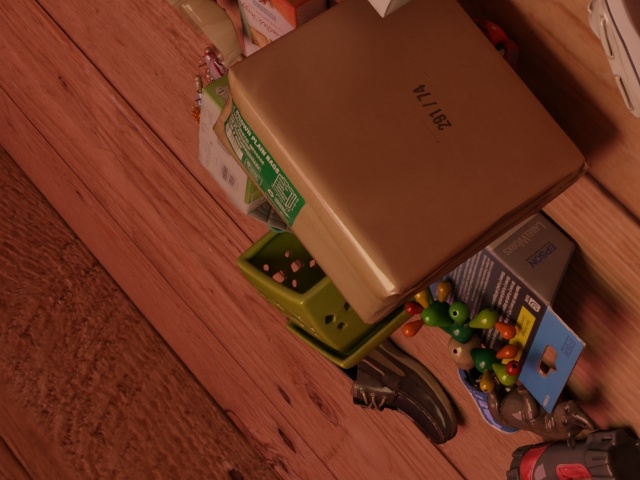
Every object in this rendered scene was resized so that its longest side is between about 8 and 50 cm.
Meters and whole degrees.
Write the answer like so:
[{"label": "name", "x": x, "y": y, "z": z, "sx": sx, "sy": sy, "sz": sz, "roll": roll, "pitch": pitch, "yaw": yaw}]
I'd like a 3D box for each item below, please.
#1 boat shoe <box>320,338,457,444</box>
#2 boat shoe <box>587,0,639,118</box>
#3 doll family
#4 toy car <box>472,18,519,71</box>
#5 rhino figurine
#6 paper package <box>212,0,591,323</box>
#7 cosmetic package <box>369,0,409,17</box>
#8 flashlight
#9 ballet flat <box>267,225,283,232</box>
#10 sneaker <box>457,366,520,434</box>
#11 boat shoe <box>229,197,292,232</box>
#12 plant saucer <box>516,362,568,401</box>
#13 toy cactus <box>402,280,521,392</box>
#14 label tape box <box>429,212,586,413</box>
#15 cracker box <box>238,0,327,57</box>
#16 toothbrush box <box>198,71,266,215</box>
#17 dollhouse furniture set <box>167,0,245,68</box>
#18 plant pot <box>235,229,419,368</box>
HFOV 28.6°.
[{"label": "boat shoe", "x": 0.112, "y": 0.272, "z": 2.407, "sx": 0.355, "sy": 0.130, "sz": 0.132, "roll": 44, "pitch": 157, "yaw": 27}, {"label": "boat shoe", "x": 0.316, "y": -0.231, "z": 1.271, "sx": 0.088, "sy": 0.096, "sz": 0.267, "roll": 18, "pitch": 147, "yaw": 51}, {"label": "doll family", "x": -0.171, "y": -0.219, "z": 2.285, "sx": 0.263, "sy": 0.118, "sz": 0.163, "roll": 57, "pitch": 159, "yaw": -7}, {"label": "toy car", "x": 0.216, "y": -0.176, "z": 1.617, "sx": 0.239, "sy": 0.053, "sz": 0.225, "roll": 61, "pitch": 159, "yaw": -15}, {"label": "rhino figurine", "x": 0.334, "y": 0.254, "z": 1.909, "sx": 0.243, "sy": 0.073, "sz": 0.106, "roll": 12, "pitch": 129, "yaw": 58}, {"label": "paper package", "x": 0.086, "y": -0.113, "z": 1.477, "sx": 0.324, "sy": 0.309, "sz": 0.168, "roll": 53, "pitch": 158, "yaw": 9}, {"label": "cosmetic package", "x": 0.106, "y": -0.374, "z": 1.365, "sx": 0.151, "sy": 0.184, "sz": 0.151, "roll": 52, "pitch": 159, "yaw": 9}, {"label": "flashlight", "x": 0.404, "y": 0.362, "z": 1.970, "sx": 0.103, "sy": 0.103, "sz": 0.304, "roll": 29, "pitch": 162, "yaw": -13}, {"label": "ballet flat", "x": -0.027, "y": -0.099, "z": 2.098, "sx": 0.087, "sy": 0.083, "sz": 0.247, "roll": -93, "pitch": 27, "yaw": -44}, {"label": "sneaker", "x": 0.287, "y": 0.257, "z": 2.110, "sx": 0.152, "sy": 0.058, "sz": 0.084, "roll": 56, "pitch": 169, "yaw": 16}, {"label": "boat shoe", "x": 0.000, "y": -0.069, "z": 1.944, "sx": 0.103, "sy": 0.321, "sz": 0.118, "roll": -167, "pitch": 82, "yaw": -67}, {"label": "plant saucer", "x": 0.341, "y": 0.239, "z": 2.010, "sx": 0.168, "sy": 0.029, "sz": 0.168, "roll": 43, "pitch": 156, "yaw": 25}, {"label": "toy cactus", "x": 0.201, "y": 0.146, "z": 1.797, "sx": 0.219, "sy": 0.112, "sz": 0.180, "roll": 34, "pitch": 163, "yaw": 24}, {"label": "label tape box", "x": 0.265, "y": 0.055, "z": 1.786, "sx": 0.333, "sy": 0.106, "sz": 0.240, "roll": 45, "pitch": 158, "yaw": 21}, {"label": "cracker box", "x": -0.056, "y": -0.325, "z": 1.951, "sx": 0.156, "sy": 0.067, "sz": 0.232, "roll": 42, "pitch": 157, "yaw": 31}, {"label": "toothbrush box", "x": -0.027, "y": -0.193, "z": 1.785, "sx": 0.122, "sy": 0.283, "sz": 0.206, "roll": 48, "pitch": 158, "yaw": 14}, {"label": "dollhouse furniture set", "x": -0.153, "y": -0.407, "z": 1.952, "sx": 0.355, "sy": 0.174, "sz": 0.303, "roll": 48, "pitch": -176, "yaw": -32}, {"label": "plant pot", "x": 0.029, "y": 0.074, "z": 2.168, "sx": 0.227, "sy": 0.228, "sz": 0.207, "roll": 29, "pitch": 154, "yaw": 52}]
